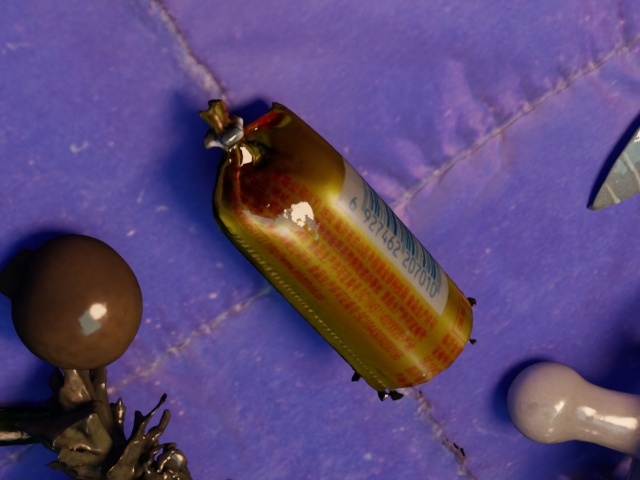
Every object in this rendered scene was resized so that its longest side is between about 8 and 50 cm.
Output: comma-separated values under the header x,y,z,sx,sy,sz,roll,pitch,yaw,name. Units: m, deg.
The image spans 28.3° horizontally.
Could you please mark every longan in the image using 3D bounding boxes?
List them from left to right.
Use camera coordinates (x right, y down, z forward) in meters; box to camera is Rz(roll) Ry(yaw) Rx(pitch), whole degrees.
x,y,z,sx,sy,sz,roll,pitch,yaw,name
-0.197,0.045,0.992,0.119,0.106,0.106,24,116,11,longan

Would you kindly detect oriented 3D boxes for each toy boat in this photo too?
x,y,z,sx,sy,sz,roll,pitch,yaw,name
0.298,-0.072,1.173,0.122,0.034,0.096,-32,123,0,toy boat

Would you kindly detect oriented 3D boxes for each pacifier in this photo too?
x,y,z,sx,sy,sz,roll,pitch,yaw,name
0.297,0.175,1.263,0.226,0.238,0.287,16,97,3,pacifier

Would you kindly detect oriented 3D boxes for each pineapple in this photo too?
x,y,z,sx,sy,sz,roll,pitch,yaw,name
-0.147,0.240,1.069,0.169,0.169,0.340,-18,107,-13,pineapple

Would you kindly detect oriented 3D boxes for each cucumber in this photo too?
x,y,z,sx,sy,sz,roll,pitch,yaw,name
-0.287,0.159,1.060,0.184,0.033,0.036,-4,98,-22,cucumber

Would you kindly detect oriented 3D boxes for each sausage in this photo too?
x,y,z,sx,sy,sz,roll,pitch,yaw,name
-0.002,0.002,1.035,0.125,0.117,0.317,-49,126,-7,sausage
